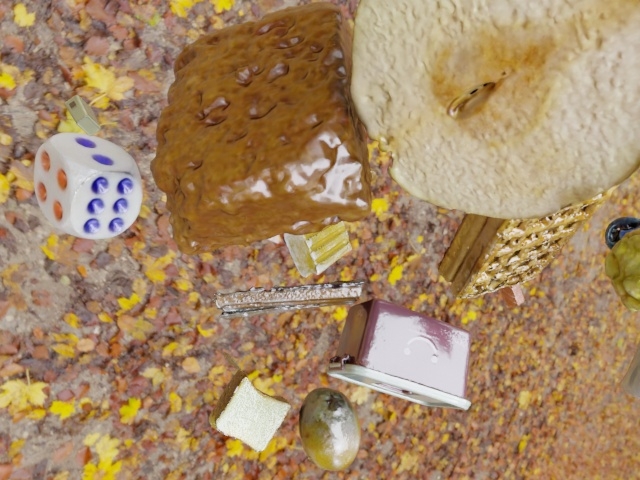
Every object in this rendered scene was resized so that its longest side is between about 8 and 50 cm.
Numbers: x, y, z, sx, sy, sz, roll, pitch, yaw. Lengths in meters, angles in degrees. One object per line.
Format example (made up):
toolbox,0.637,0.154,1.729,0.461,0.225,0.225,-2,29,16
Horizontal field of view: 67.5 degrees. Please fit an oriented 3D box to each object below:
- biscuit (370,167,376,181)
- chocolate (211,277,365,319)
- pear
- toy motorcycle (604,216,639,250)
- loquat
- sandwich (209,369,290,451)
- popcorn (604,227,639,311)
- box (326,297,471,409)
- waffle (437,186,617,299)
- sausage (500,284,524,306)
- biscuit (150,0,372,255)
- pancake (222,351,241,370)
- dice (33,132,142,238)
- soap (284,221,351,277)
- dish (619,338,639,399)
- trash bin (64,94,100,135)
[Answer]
biscuit,0.069,-0.177,1.558,0.236,0.039,0.180,-33,141,12
chocolate,-0.066,0.125,1.039,0.329,0.102,0.065,-6,83,-2
pear,0.224,-0.212,0.542,0.191,0.386,0.340,-43,104,-32
toy motorcycle,0.820,0.071,1.082,0.182,0.241,0.319,27,45,-75
loquat,0.022,0.516,1.322,0.179,0.179,0.228,-13,95,-36
sandwich,-0.214,0.527,1.467,0.214,0.065,0.186,39,75,-30
popcorn,0.583,0.050,0.784,0.185,0.167,0.187,28,104,-3
box,0.177,0.247,1.042,0.294,0.193,0.168,21,67,-13
waffle,0.350,-0.022,0.839,0.212,0.091,0.308,-12,146,-18
sausage,0.546,0.111,1.396,0.065,0.065,0.169,-37,116,-26
biscuit,-0.096,-0.196,0.789,0.166,0.342,0.395,59,23,-59
pancake,-0.362,0.499,1.963,0.011,0.115,0.115,-42,123,-25
dice,-0.733,-0.170,1.516,0.243,0.251,0.259,-13,136,-54
soap,0.000,0.000,1.657,0.274,0.089,0.173,-31,99,-56
dish,0.734,0.276,0.946,0.077,0.212,0.151,-71,168,-66
trash bin,-0.591,-0.310,1.197,0.043,0.092,0.061,-38,150,-5
